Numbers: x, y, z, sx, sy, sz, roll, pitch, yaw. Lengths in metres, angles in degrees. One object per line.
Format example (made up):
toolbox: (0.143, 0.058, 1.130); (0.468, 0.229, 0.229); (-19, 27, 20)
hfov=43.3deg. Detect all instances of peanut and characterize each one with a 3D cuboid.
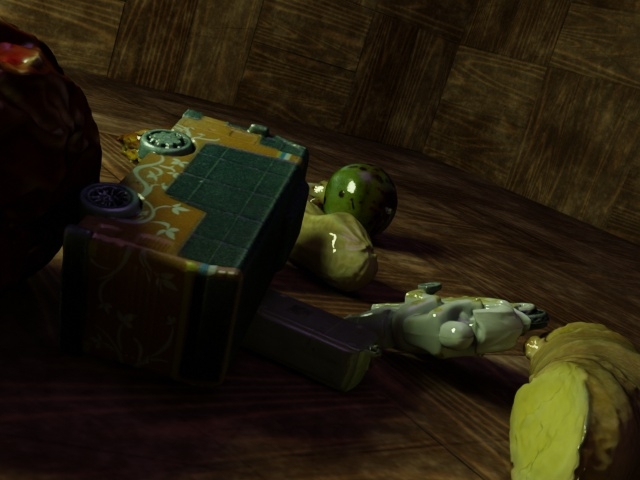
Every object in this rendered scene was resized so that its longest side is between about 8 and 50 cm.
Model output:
peanut: (0.000, 0.000, 1.140); (0.090, 0.099, 0.214); (-6, 23, -39)

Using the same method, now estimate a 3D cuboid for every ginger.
ginger: (0.260, 0.162, 0.766); (0.190, 0.126, 0.354); (34, 21, 21)

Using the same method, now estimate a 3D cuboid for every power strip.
power strip: (-0.065, 0.079, 0.825); (0.272, 0.052, 0.078); (20, 13, 16)

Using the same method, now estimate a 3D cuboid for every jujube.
jujube: (-0.322, -0.068, 0.641); (0.276, 0.276, 0.377); (17, -5, -5)

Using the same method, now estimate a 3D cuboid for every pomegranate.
pomegranate: (0.059, -0.069, 1.461); (0.148, 0.149, 0.169); (8, -10, -36)

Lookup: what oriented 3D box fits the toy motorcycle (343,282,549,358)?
toy motorcycle: (0.139, 0.095, 0.904); (0.228, 0.074, 0.151); (0, 7, 15)

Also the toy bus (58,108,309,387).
toy bus: (-0.114, -0.006, 0.751); (0.167, 0.138, 0.275); (16, 31, 4)

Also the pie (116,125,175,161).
pie: (-0.233, -0.157, 1.511); (0.308, 0.085, 0.308); (14, 17, -4)
